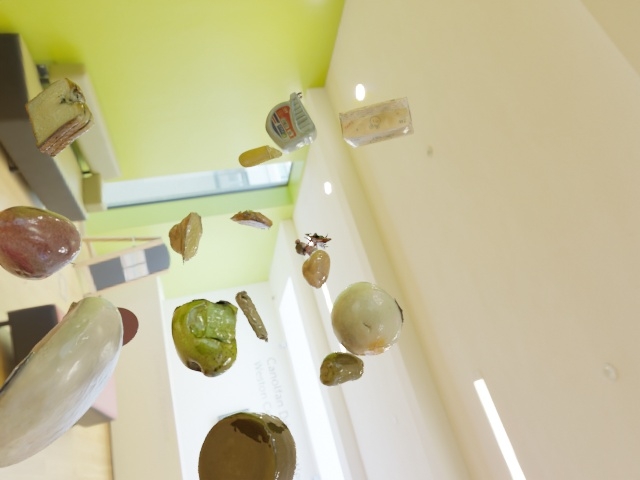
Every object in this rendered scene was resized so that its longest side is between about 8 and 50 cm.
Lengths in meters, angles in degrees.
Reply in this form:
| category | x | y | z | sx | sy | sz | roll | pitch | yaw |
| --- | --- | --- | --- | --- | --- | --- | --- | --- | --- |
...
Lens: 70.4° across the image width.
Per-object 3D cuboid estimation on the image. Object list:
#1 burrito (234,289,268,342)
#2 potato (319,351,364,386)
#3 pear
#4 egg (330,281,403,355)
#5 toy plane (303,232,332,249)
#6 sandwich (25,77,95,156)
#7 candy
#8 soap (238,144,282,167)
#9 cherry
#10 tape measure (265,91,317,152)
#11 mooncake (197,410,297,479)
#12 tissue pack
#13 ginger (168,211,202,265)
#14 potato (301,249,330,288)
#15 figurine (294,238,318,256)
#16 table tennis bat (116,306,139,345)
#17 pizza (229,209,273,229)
| category | x | y | z | sx | sy | sz | roll | pitch | yaw |
| --- | --- | --- | --- | --- | --- | --- | --- | --- | --- |
| burrito | -0.212 | 0.238 | 1.421 | 0.188 | 0.045 | 0.058 | 59 | 6 | 15 |
| potato | 0.091 | 0.549 | 1.941 | 0.157 | 0.194 | 0.156 | 0 | 90 | -90 |
| pear | -0.409 | 0.347 | 1.587 | 0.163 | 0.239 | 0.255 | 112 | -21 | -44 |
| egg | 0.152 | 0.336 | 1.843 | 0.337 | 0.201 | 0.336 | 11 | -71 | 35 |
| toy plane | 0.001 | -0.003 | 2.066 | 0.189 | 0.130 | 0.061 | -18 | -142 | 52 |
| sandwich | -1.070 | -0.519 | 1.866 | 0.273 | 0.249 | 0.095 | 58 | 7 | 25 |
| candy | -0.581 | 0.304 | 1.016 | 0.427 | 0.186 | 0.386 | -46 | -164 | 38 |
| soap | -0.234 | -0.330 | 1.752 | 0.033 | 0.169 | 0.089 | 81 | -16 | -59 |
| cherry | -0.944 | 0.005 | 1.490 | 0.307 | 0.261 | 0.221 | 43 | 25 | -48 |
| tape measure | -0.145 | -0.568 | 2.236 | 0.243 | 0.246 | 0.125 | 62 | 4 | 13 |
| mooncake | -0.213 | 0.660 | 1.364 | 0.155 | 0.285 | 0.284 | 40 | 27 | -55 |
| tissue pack | 0.166 | -0.340 | 1.325 | 0.148 | 0.197 | 0.092 | -1 | 83 | -74 |
| ginger | -0.464 | -0.034 | 1.538 | 0.123 | 0.115 | 0.193 | 31 | -54 | 16 |
| potato | -0.015 | 0.105 | 1.704 | 0.112 | 0.112 | 0.146 | 161 | -52 | -73 |
| figurine | -0.064 | 0.037 | 1.951 | 0.129 | 0.054 | 0.072 | 16 | -42 | 51 |
| table tennis bat | -0.992 | 0.407 | 2.089 | 0.038 | 0.311 | 0.200 | 9 | -86 | 50 |
| pizza | -0.310 | -0.101 | 2.080 | 0.226 | 0.147 | 0.069 | -1 | -109 | 57 |
